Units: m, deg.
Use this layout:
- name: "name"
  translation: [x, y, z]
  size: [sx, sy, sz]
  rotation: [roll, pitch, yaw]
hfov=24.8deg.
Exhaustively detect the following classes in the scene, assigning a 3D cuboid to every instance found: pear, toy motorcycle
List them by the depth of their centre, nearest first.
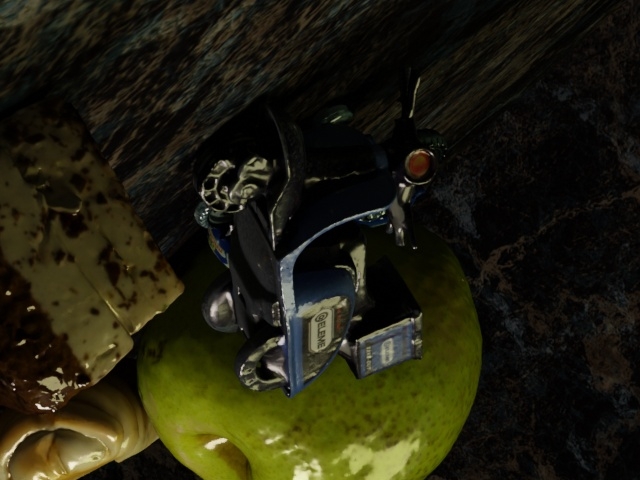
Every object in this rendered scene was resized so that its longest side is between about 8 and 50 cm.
- name: "toy motorcycle"
  translation: [0.000, 0.000, 1.278]
  size: [0.212, 0.125, 0.358]
  rotation: [-21, 143, -14]
- name: "toy motorcycle"
  translation: [-0.008, -0.040, 1.424]
  size: [0.315, 0.113, 0.169]
  rotation: [-14, 157, -39]
- name: "pear"
  translation: [0.002, 0.124, 1.614]
  size: [0.391, 0.391, 0.391]
  rotation: [-39, 175, -4]

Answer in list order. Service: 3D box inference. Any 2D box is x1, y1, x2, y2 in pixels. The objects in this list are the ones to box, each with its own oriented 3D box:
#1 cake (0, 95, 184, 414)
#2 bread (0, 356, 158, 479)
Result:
- name: "cake"
  translation: [-0.173, 0.041, 0.813]
  size: [0.112, 0.135, 0.246]
  rotation: [-37, 176, -31]
- name: "bread"
  translation: [-0.271, 0.206, 1.680]
  size: [0.173, 0.121, 0.311]
  rotation: [-26, 177, 9]
